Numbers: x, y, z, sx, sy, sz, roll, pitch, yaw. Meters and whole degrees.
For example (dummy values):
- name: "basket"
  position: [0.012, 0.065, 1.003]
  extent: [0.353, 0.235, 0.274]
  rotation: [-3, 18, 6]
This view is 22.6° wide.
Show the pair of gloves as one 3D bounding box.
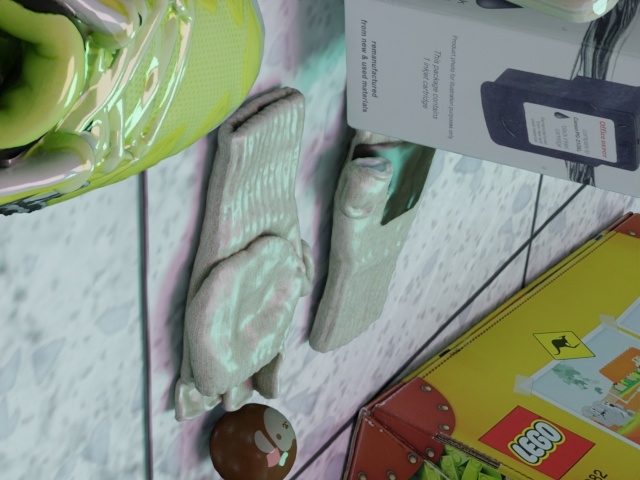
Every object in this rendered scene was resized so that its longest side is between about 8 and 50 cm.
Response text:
- name: "pair of gloves"
  position: [0.000, 0.000, 0.954]
  extent: [0.240, 0.042, 0.204]
  rotation: [-23, 133, -54]

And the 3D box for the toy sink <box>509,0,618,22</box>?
- name: "toy sink"
  position: [0.028, -0.206, 0.591]
  extent: [0.153, 0.234, 0.131]
  rotation: [-57, 154, -14]

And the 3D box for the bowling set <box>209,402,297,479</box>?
- name: "bowling set"
  position: [-0.030, 0.215, 0.958]
  extent: [0.287, 0.154, 0.200]
  rotation: [-21, 131, -57]

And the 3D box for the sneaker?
- name: "sneaker"
  position: [-0.116, -0.056, 0.552]
  extent: [0.384, 0.147, 0.145]
  rotation: [-11, 120, -62]

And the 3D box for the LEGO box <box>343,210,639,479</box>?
- name: "LEGO box"
  position: [0.296, 0.195, 1.320]
  extent: [0.500, 0.372, 0.193]
  rotation: [-29, 138, -51]

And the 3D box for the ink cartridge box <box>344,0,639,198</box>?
- name: "ink cartridge box"
  position: [0.153, -0.120, 0.876]
  extent: [0.100, 0.237, 0.172]
  rotation: [88, 25, -45]
